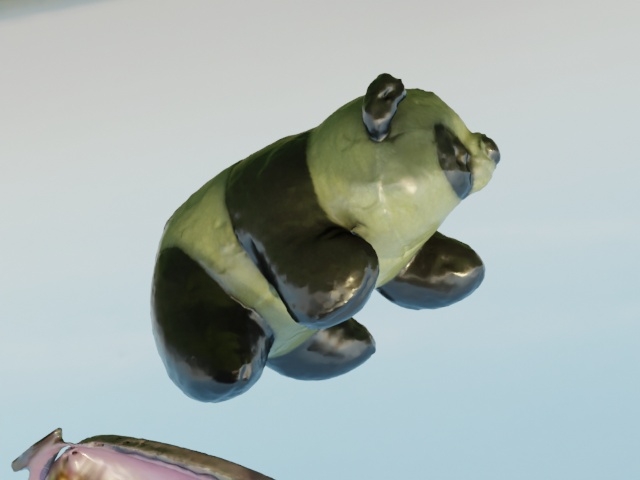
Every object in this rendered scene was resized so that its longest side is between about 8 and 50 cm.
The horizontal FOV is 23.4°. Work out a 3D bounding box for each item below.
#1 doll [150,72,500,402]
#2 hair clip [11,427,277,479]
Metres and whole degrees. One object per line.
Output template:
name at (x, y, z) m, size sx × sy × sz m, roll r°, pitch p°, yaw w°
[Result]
doll at (-0.002, 0.001, 0.898) m, size 0.234 × 0.135 × 0.143 m, roll -32°, pitch 165°, yaw 33°
hair clip at (0.008, 0.192, 0.758) m, size 0.095 × 0.358 × 0.110 m, roll -54°, pitch 178°, yaw -12°
